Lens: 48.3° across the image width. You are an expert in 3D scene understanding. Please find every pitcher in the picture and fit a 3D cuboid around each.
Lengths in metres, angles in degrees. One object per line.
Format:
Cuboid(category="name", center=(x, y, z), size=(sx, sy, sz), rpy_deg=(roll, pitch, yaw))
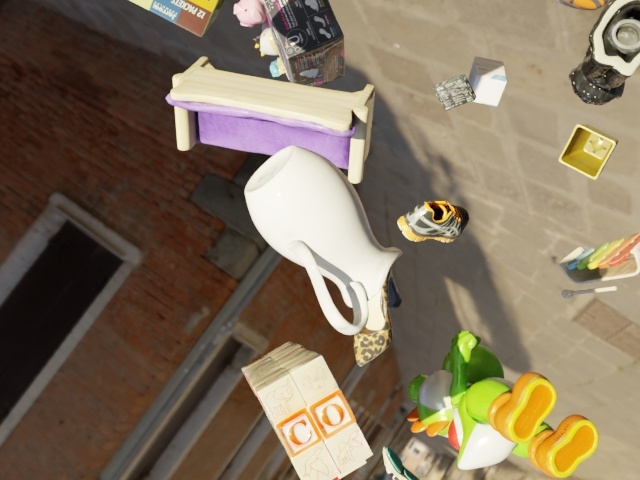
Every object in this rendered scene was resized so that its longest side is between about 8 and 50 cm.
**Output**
Cuboid(category="pitcher", center=(0.000, 0.000, 0.870), size=(0.125, 0.178, 0.207), rpy_deg=(-30, 114, 30))

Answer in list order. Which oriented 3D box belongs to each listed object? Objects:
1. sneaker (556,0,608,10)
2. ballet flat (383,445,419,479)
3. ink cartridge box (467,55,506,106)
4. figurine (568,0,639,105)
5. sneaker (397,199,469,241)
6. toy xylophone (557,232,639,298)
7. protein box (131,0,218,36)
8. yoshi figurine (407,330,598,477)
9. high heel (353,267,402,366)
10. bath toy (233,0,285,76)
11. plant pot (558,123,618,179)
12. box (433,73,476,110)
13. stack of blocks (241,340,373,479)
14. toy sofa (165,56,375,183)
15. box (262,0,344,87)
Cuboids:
Cuboid(category="sneaker", center=(0.454, -0.486, 1.193), size=(0.321, 0.125, 0.180), rpy_deg=(31, -175, -42))
Cuboid(category="ballet flat", center=(0.214, 0.647, 1.998), size=(0.168, 0.052, 0.057), rpy_deg=(50, -157, -14))
Cuboid(category="ink cartridge box", center=(0.500, -0.486, 2.160), size=(0.092, 0.143, 0.090), rpy_deg=(12, 130, 0))
Cuboid(category="figurine", center=(0.393, -0.170, 0.818), size=(0.214, 0.092, 0.209), rpy_deg=(32, -178, 10))
Cuboid(category="sneaker", center=(0.262, -0.048, 1.539), size=(0.214, 0.083, 0.084), rpy_deg=(-11, -119, -46))
Cuboid(category="toy xylophone", center=(0.818, 0.066, 2.044), size=(0.081, 0.236, 0.322), rpy_deg=(59, 146, -3))
Cuboid(category="protein box", center=(-0.201, -0.468, 1.161), size=(0.136, 0.201, 0.200), rpy_deg=(25, -157, -12))
Cuboid(category="yoshi figurine", center=(0.278, 0.244, 1.161), size=(0.202, 0.204, 0.362), rpy_deg=(0, 178, -22))
Cuboid(category="high heel", center=(0.107, 0.144, 1.637), size=(0.093, 0.261, 0.186), rpy_deg=(-6, 124, 30))
Cuboid(category="bath toy", center=(-0.169, -0.611, 1.915), size=(0.348, 0.129, 0.151), rpy_deg=(54, -166, -37))
Cuboid(category="plant pot", center=(0.528, -0.178, 1.388), size=(0.081, 0.082, 0.083), rpy_deg=(34, -148, 24))
Cuboid(category="box", center=(0.319, -0.351, 1.699), size=(0.083, 0.018, 0.067), rpy_deg=(-15, 120, 42))
Cuboid(category="stack of blocks", center=(-0.019, 0.234, 0.939), size=(0.171, 0.087, 0.297), rpy_deg=(62, 170, 0))
Cuboid(category="toy sofa", center=(-0.090, -0.210, 1.302), size=(0.362, 0.177, 0.150), rpy_deg=(12, 128, 10))
Cuboid(category="box", center=(-0.037, -0.478, 1.696), size=(0.247, 0.142, 0.163), rpy_deg=(78, 169, -82))
